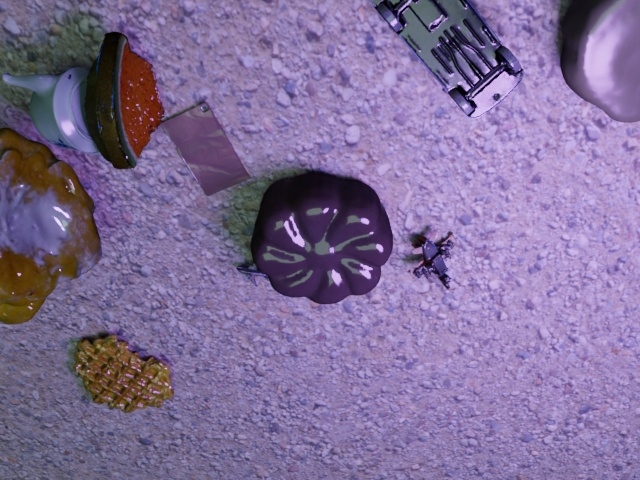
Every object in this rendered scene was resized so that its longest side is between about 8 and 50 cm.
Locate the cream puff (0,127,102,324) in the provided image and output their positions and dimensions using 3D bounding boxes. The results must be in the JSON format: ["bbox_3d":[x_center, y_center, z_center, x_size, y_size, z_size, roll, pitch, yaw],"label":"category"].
[{"bbox_3d":[-0.631,-0.018,1.130,0.275,0.378,0.379,-1,124,27],"label":"cream puff"}]

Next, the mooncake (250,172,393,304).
[{"bbox_3d":[0.000,0.000,1.221,0.305,0.154,0.306,0,120,0],"label":"mooncake"}]

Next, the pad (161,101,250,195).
[{"bbox_3d":[-0.238,-0.187,1.199,0.113,0.006,0.188,-21,120,14],"label":"pad"}]

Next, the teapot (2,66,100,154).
[{"bbox_3d":[-0.489,-0.245,1.102,0.158,0.159,0.232,-15,147,12],"label":"teapot"}]

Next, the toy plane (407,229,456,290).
[{"bbox_3d":[0.268,0.060,1.295,0.135,0.062,0.188,-39,118,-5],"label":"toy plane"}]

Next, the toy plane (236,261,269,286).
[{"bbox_3d":[-0.157,0.072,1.341,0.083,0.031,0.079,16,121,-8],"label":"toy plane"}]

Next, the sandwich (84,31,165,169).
[{"bbox_3d":[-0.375,-0.267,1.073,0.079,0.159,0.235,6,122,19],"label":"sandwich"}]

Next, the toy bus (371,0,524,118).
[{"bbox_3d":[0.218,-0.358,0.998,0.125,0.133,0.292,-41,110,18],"label":"toy bus"}]

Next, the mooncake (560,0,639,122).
[{"bbox_3d":[0.550,-0.350,0.987,0.274,0.135,0.275,0,125,0],"label":"mooncake"}]

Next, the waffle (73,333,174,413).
[{"bbox_3d":[-0.523,0.357,1.525,0.290,0.051,0.291,2,121,3],"label":"waffle"}]
